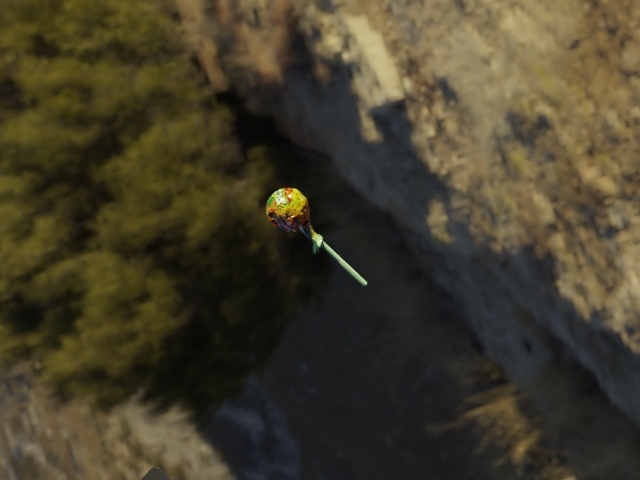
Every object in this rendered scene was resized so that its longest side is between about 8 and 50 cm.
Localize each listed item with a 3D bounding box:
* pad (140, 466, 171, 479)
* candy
[{"bbox_3d":[-0.139,0.308,1.480,0.157,0.003,0.112,47,121,8],"label":"pad"},{"bbox_3d":[0.000,0.000,2.112,0.201,0.060,0.060,45,-178,-24],"label":"candy"}]
